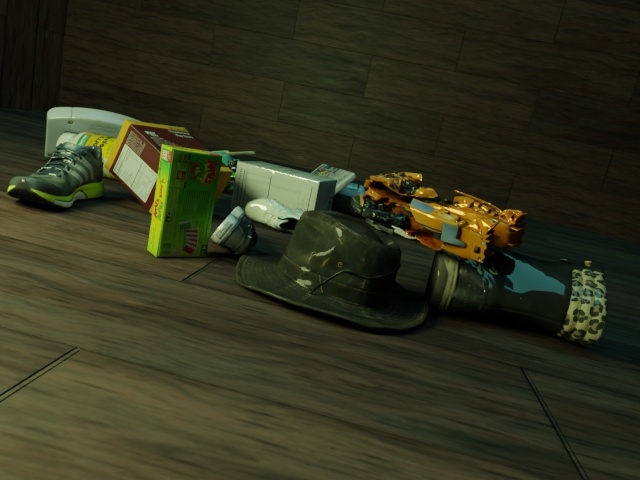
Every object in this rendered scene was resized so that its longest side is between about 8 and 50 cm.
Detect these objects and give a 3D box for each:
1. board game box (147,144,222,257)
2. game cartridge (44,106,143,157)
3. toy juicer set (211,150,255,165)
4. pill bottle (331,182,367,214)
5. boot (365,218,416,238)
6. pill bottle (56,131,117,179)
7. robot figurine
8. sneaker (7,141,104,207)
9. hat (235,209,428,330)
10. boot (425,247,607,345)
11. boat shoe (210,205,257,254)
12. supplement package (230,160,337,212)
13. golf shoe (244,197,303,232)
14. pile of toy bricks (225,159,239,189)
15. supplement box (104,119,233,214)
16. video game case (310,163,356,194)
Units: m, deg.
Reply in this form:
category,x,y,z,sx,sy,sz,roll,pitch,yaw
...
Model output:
category,x,y,z,sx,sy,sz,roll,pitch,yaw
board game box,-0.230,-0.064,0.848,0.092,0.181,0.043,1,17,-42
game cartridge,-0.664,-0.304,1.518,0.297,0.198,0.062,6,47,-28
toy juicer set,-0.441,-0.313,2.024,0.209,0.089,0.329,4,15,30
pill bottle,0.096,-0.144,1.703,0.180,0.108,0.108,12,12,-1
boot,0.239,-0.054,1.525,0.190,0.069,0.086,15,15,20
pill bottle,-0.629,-0.242,1.421,0.208,0.118,0.117,14,12,7
robot figurine,0.199,-0.053,0.888,0.291,0.085,0.211,28,28,37
sneaker,-0.544,-0.144,1.047,0.111,0.121,0.300,11,12,-5
hat,0.029,0.025,0.826,0.331,0.134,0.331,11,13,-3
boot,0.363,0.052,0.956,0.284,0.138,0.377,16,23,14
boat shoe,-0.156,-0.014,0.966,0.076,0.080,0.228,39,-2,-9
supplement package,-0.100,-0.126,1.358,0.244,0.139,0.134,17,15,19
golf shoe,-0.107,-0.058,1.229,0.176,0.069,0.086,12,18,4
pile of toy bricks,-0.273,-0.192,1.634,0.212,0.118,0.105,-3,-18,7
supplement box,-0.353,-0.169,1.179,0.194,0.129,0.191,41,22,18
video game case,-0.010,-0.171,1.628,0.201,0.023,0.183,-40,35,-16
